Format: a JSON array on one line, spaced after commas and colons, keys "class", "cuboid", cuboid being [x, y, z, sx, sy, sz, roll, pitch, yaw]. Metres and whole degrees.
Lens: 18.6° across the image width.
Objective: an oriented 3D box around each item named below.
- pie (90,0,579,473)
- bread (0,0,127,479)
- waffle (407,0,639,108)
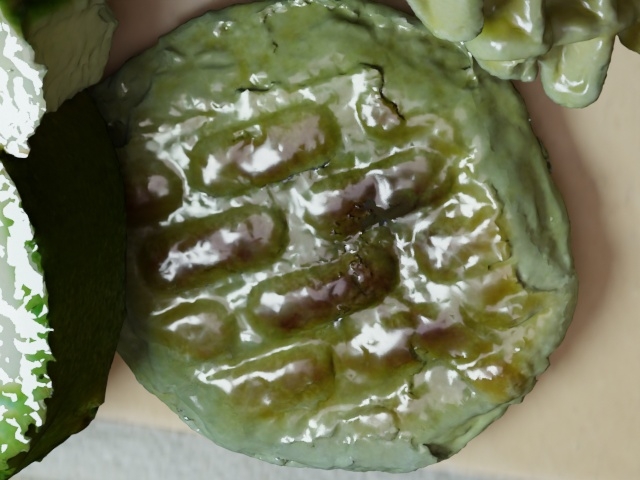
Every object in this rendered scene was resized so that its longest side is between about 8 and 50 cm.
[{"class": "pie", "cuboid": [0.000, 0.000, 1.101, 0.306, 0.071, 0.306, 2, 110, 6]}, {"class": "bread", "cuboid": [-0.246, -0.038, 1.060, 0.382, 0.129, 0.366, -40, 88, 28]}, {"class": "waffle", "cuboid": [0.129, -0.224, 0.919, 0.309, 0.056, 0.292, 37, 90, -40]}]
